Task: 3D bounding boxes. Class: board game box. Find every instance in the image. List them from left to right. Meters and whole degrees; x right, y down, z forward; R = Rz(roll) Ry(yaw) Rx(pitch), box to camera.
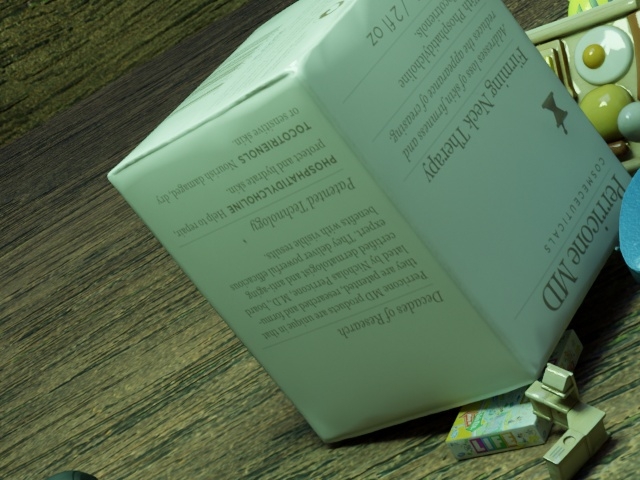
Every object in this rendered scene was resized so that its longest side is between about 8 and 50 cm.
[{"bbox_3d":[0.199,0.156,1.678,0.103,0.026,0.154,-17,25,34],"label":"board game box"}]

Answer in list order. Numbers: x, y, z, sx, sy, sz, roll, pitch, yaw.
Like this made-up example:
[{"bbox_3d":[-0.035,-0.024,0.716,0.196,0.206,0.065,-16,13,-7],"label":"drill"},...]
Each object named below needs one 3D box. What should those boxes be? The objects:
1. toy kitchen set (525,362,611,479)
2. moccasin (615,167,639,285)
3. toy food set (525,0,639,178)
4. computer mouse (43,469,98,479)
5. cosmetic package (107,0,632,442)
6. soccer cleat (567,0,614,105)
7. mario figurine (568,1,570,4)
[{"bbox_3d":[0.212,0.167,1.540,0.083,0.068,0.075,24,56,42],"label":"toy kitchen set"},{"bbox_3d":[0.409,-0.054,1.730,0.138,0.116,0.342,-5,38,34],"label":"moccasin"},{"bbox_3d":[0.302,-0.171,1.981,0.306,0.219,0.092,-16,-11,35],"label":"toy food set"},{"bbox_3d":[-0.285,0.323,1.938,0.184,0.060,0.262,-28,21,14],"label":"computer mouse"},{"bbox_3d":[0.065,-0.057,1.766,0.327,0.393,0.329,-25,20,45],"label":"cosmetic package"},{"bbox_3d":[0.353,-0.227,2.061,0.093,0.289,0.121,7,13,-44],"label":"soccer cleat"},{"bbox_3d":[0.507,-0.363,2.336,0.321,0.170,0.198,-7,-6,29],"label":"mario figurine"}]
